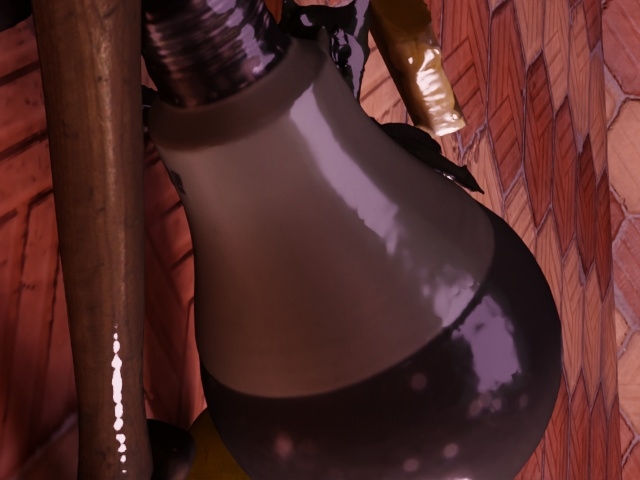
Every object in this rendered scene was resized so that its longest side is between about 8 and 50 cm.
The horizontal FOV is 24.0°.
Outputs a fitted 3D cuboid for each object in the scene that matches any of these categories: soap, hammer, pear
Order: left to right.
[{"bbox_3d":[-0.089,0.000,0.600,0.168,0.044,0.440,-73,169,-50],"label":"hammer"},{"bbox_3d":[-0.031,0.127,0.847,0.092,0.097,0.092,56,10,-15],"label":"pear"},{"bbox_3d":[0.034,-0.182,0.986,0.092,0.037,0.252,63,6,-52],"label":"soap"}]

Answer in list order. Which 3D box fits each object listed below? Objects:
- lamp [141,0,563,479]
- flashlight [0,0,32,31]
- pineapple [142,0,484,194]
[{"bbox_3d":[-0.005,0.001,0.732,0.314,0.182,0.182,58,28,-16],"label":"lamp"},{"bbox_3d":[-0.170,-0.252,0.437,0.103,0.103,0.424,-65,151,-52],"label":"flashlight"},{"bbox_3d":[0.014,-0.014,0.896,0.364,0.165,0.165,64,31,-51],"label":"pineapple"}]
